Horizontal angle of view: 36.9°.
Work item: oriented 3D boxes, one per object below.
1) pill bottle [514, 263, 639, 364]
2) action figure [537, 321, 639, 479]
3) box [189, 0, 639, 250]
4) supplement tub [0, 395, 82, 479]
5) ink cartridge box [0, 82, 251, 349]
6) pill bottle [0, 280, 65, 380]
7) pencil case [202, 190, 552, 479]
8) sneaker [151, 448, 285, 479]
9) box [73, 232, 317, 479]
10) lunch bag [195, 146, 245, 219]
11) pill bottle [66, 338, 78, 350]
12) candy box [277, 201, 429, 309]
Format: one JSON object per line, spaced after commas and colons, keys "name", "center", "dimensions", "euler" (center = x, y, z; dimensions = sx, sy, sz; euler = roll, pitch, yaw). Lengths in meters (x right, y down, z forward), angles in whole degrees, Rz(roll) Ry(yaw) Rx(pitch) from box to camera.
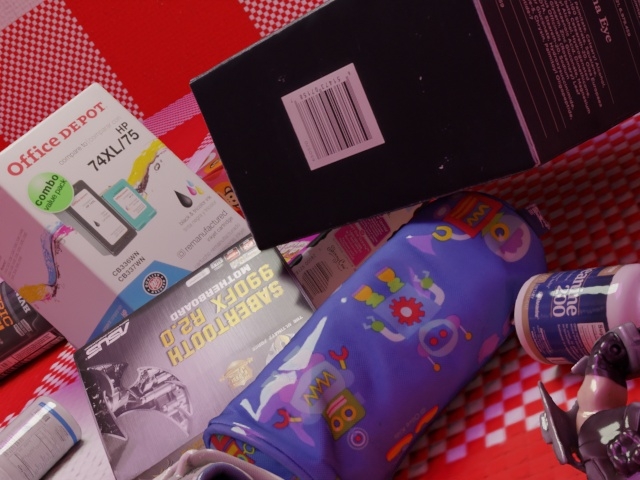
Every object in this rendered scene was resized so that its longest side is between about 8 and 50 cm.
{"name": "pill bottle", "center": [0.198, 0.051, 0.653], "dimensions": [0.120, 0.067, 0.067], "euler": [-10, 30, 51]}
{"name": "action figure", "center": [0.208, 0.075, 0.461], "dimensions": [0.285, 0.099, 0.185], "euler": [-56, 39, 25]}
{"name": "box", "center": [0.119, -0.150, 0.870], "dimensions": [0.312, 0.179, 0.343], "euler": [-27, 7, -40]}
{"name": "supplement tub", "center": [-0.330, 0.234, 1.082], "dimensions": [0.071, 0.071, 0.107], "euler": [-8, 31, 53]}
{"name": "ink cartridge box", "center": [-0.267, -0.008, 1.187], "dimensions": [0.198, 0.270, 0.197], "euler": [-48, 2, -36]}
{"name": "pill bottle", "center": [-0.469, 0.122, 1.507], "dimensions": [0.245, 0.130, 0.130], "euler": [-33, 18, 3]}
{"name": "pencil case", "center": [0.056, 0.088, 0.724], "dimensions": [0.306, 0.133, 0.119], "euler": [-43, -25, -28]}
{"name": "sneaker", "center": [-0.075, 0.184, 0.614], "dimensions": [0.297, 0.129, 0.111], "euler": [-4, 32, 36]}
{"name": "box", "center": [-0.108, 0.116, 0.911], "dimensions": [0.231, 0.056, 0.183], "euler": [-34, 44, -1]}
{"name": "lunch bag", "center": [-0.088, -0.147, 1.556], "dimensions": [0.258, 0.120, 0.293], "euler": [-23, 21, 31]}
{"name": "pill bottle", "center": [-0.298, 0.098, 1.361], "dimensions": [0.137, 0.078, 0.078], "euler": [-35, 18, -3]}
{"name": "candy box", "center": [0.000, 0.000, 1.110], "dimensions": [0.233, 0.071, 0.159], "euler": [-45, 21, -28]}
